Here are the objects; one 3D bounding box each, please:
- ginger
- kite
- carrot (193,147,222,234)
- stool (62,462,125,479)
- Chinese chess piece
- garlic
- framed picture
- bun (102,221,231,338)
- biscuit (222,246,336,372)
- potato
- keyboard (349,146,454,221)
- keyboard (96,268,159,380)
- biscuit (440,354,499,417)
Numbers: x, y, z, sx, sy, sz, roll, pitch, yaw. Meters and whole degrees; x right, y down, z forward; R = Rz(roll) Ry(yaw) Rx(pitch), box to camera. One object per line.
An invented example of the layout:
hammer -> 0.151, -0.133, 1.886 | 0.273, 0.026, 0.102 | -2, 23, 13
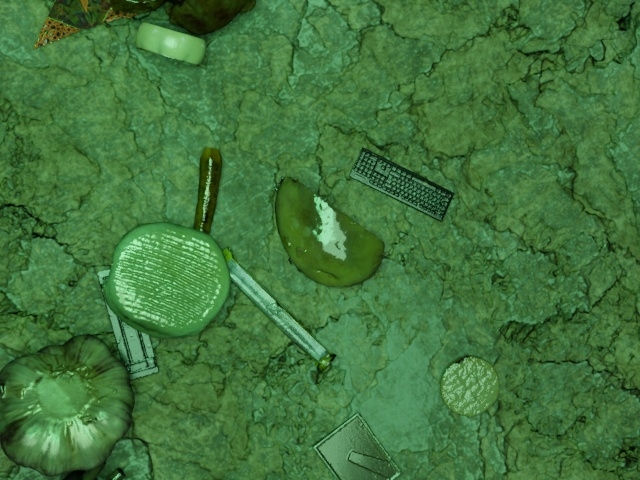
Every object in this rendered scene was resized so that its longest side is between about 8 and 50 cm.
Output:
ginger -> -0.182, -0.547, 1.473 | 0.254, 0.176, 0.419 | 20, 88, -20
kite -> -0.412, -0.409, 1.478 | 0.222, 0.125, 0.008 | -21, 51, -7
carrot -> -0.206, -0.081, 1.546 | 0.042, 0.042, 0.171 | 9, 92, -8
stool -> -0.378, 0.474, 1.499 | 0.121, 0.125, 0.217 | -39, 106, -7
Chinese chess piece -> -0.258, -0.340, 1.489 | 0.122, 0.122, 0.051 | 15, 99, -8
garlic -> -0.435, 0.284, 1.470 | 0.244, 0.160, 0.245 | 5, 65, -11
framed picture -> 0.070, 0.412, 1.614 | 0.109, 0.011, 0.149 | -35, 96, -5
bun -> -0.266, 0.071, 1.506 | 0.221, 0.108, 0.221 | 0, 90, -15
biscuit -> -0.084, 0.130, 1.576 | 0.048, 0.026, 0.292 | -44, 96, -1
potato -> 0.000, 0.000, 1.551 | 0.243, 0.098, 0.138 | 34, 89, -7
keyboard -> 0.153, -0.103, 1.611 | 0.198, 0.010, 0.064 | 25, 86, -8
keyboard -> -0.346, 0.147, 1.546 | 0.061, 0.013, 0.205 | -15, 93, -8
biscuit -> 0.285, 0.278, 1.638 | 0.120, 0.015, 0.120 | 0, 92, -9
